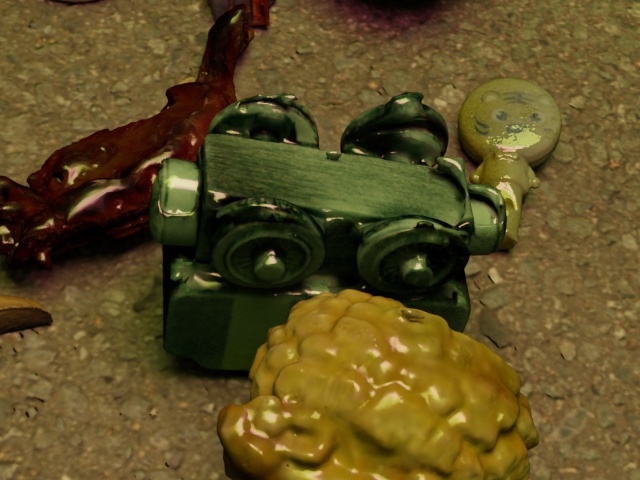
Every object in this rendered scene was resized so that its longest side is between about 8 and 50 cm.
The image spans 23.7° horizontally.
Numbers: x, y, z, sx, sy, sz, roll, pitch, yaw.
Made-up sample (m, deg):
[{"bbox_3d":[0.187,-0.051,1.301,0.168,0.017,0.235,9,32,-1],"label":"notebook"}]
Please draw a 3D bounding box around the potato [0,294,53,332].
[{"bbox_3d":[-0.282,0.059,1.326,0.093,0.037,0.036,-11,51,-17],"label":"potato"}]

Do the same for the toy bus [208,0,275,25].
[{"bbox_3d":[-0.088,-0.312,1.637,0.077,0.065,0.192,-5,52,0],"label":"toy bus"}]

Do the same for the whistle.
[{"bbox_3d":[0.184,-0.075,1.510,0.104,0.057,0.198,4,58,6],"label":"whistle"}]

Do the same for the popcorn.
[{"bbox_3d":[0.033,0.158,1.181,0.251,0.237,0.206,-11,25,-30],"label":"popcorn"}]

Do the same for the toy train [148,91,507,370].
[{"bbox_3d":[0.000,0.000,1.294,0.299,0.238,0.167,4,51,-10],"label":"toy train"}]

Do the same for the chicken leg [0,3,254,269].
[{"bbox_3d":[-0.152,-0.096,1.442,0.158,0.096,0.407,16,46,28],"label":"chicken leg"}]
